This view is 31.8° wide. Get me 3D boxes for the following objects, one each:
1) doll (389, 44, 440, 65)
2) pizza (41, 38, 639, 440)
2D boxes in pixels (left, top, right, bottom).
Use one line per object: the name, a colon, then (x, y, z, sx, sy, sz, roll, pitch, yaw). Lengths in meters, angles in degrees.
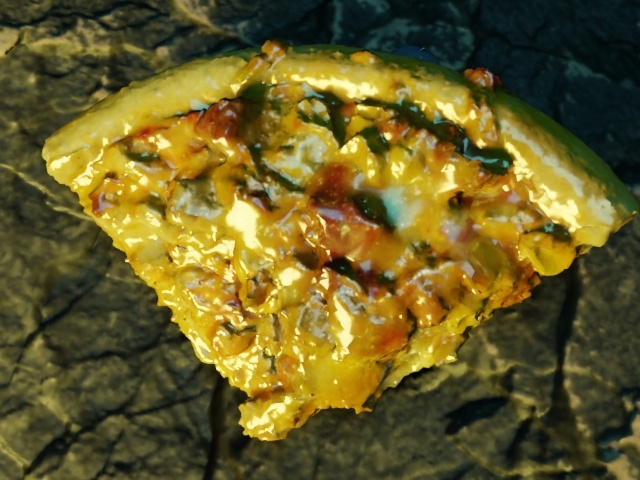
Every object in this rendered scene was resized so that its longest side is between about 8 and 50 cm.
doll: (0.043, -0.083, 0.699, 0.076, 0.050, 0.083, 22, 70, 12)
pizza: (0.000, 0.000, 0.620, 0.336, 0.086, 0.226, 8, 80, 10)
